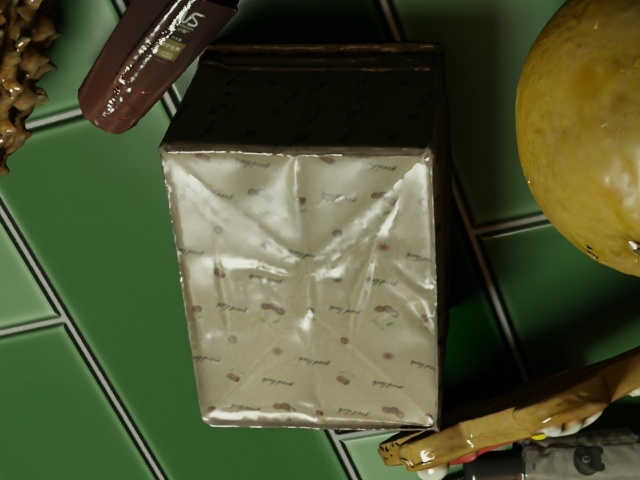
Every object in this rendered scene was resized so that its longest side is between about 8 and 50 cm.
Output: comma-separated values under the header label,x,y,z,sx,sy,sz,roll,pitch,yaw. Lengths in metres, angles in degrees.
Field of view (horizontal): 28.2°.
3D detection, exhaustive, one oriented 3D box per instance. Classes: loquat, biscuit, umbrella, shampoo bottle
label,x,y,z,sx,sy,sz,roll,pitch,yaw
loquat,0.280,-0.090,0.969,0.263,0.263,0.263,6,126,8
biscuit,0.175,0.169,1.186,0.340,0.216,0.047,-30,80,50
umbrella,0.309,0.218,1.248,0.338,0.067,0.073,-4,122,2
shampoo bottle,-0.124,-0.187,1.078,0.236,0.068,0.067,-47,66,34

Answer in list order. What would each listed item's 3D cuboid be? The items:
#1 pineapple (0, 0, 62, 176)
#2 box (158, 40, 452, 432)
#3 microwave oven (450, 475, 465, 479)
label,x,y,z,sx,sy,sz,roll,pitch,yaw
pineapple,-0.283,-0.211,1.027,0.223,0.223,0.357,33,114,-12
box,0.000,0.000,1.114,0.225,0.190,0.297,1,126,9
microwave oven,0.156,0.328,1.331,0.205,0.163,0.129,-26,117,26
